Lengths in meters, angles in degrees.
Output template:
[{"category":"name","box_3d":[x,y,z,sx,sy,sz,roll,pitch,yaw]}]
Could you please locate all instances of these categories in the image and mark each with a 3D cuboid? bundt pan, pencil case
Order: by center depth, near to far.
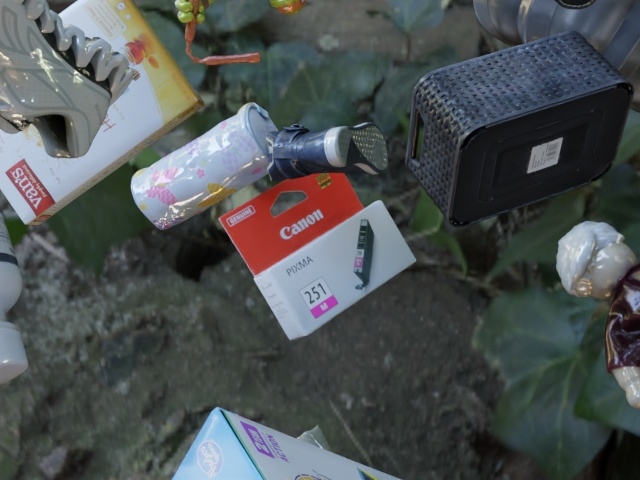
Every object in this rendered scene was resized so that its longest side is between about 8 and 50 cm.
[{"category":"bundt pan","box_3d":[0.316,-0.244,1.350,0.331,0.331,0.124,32,102,22]},{"category":"pencil case","box_3d":[-0.194,-0.127,1.998,0.273,0.113,0.124,-30,69,22]}]

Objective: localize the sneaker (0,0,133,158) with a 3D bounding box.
[{"category":"sneaker","box_3d":[-0.292,-0.170,1.055,0.110,0.292,0.118,8,73,39]}]

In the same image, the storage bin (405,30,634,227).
[{"category":"storage bin","box_3d":[0.177,-0.100,1.054,0.180,0.122,0.084,-18,50,-18]}]

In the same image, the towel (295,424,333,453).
[{"category":"towel","box_3d":[0.031,0.377,1.348,0.056,0.312,0.324,-28,78,-17]}]

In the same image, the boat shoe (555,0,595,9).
[{"category":"boat shoe","box_3d":[0.227,-0.274,0.971,0.080,0.223,0.073,0,51,-4]}]

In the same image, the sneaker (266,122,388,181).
[{"category":"sneaker","box_3d":[0.005,-0.143,1.913,0.164,0.226,0.086,-7,86,27]}]

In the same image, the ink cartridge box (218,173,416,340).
[{"category":"ink cartridge box","box_3d":[0.000,0.000,1.978,0.275,0.060,0.238,-32,93,-33]}]

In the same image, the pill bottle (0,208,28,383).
[{"category":"pill bottle","box_3d":[-0.257,0.011,0.767,0.108,0.108,0.180,-17,77,-13]}]

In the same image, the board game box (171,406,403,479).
[{"category":"board game box","box_3d":[0.082,0.233,0.722,0.317,0.064,0.242,27,9,-29]}]

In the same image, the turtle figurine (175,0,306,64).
[{"category":"turtle figurine","box_3d":[-0.056,-0.319,1.189,0.270,0.217,0.087,-31,23,-6]}]

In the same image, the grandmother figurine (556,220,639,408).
[{"category":"grandmother figurine","box_3d":[0.389,0.090,1.253,0.208,0.104,0.342,-45,55,-9]}]

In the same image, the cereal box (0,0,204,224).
[{"category":"cereal box","box_3d":[-0.274,-0.152,1.297,0.240,0.047,0.173,-36,87,4]}]
